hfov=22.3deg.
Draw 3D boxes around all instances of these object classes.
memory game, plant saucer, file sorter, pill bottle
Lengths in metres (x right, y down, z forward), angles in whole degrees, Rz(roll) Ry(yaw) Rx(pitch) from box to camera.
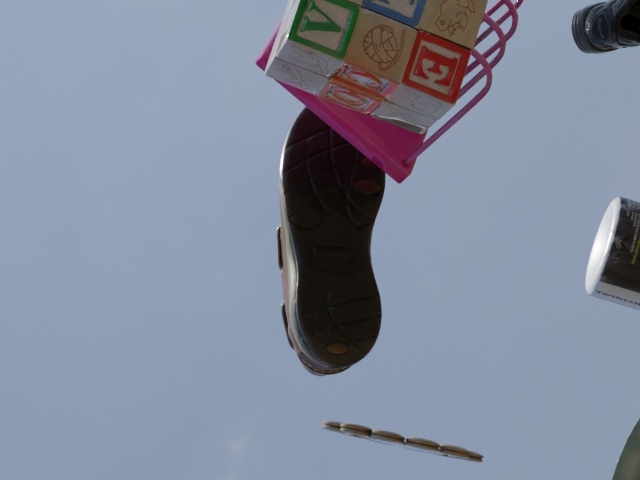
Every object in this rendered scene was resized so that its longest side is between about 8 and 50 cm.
[{"bbox_3d":[0.090,0.220,1.781,0.186,0.186,0.012,26,-106,-61],"label":"memory game"},{"bbox_3d":[0.472,0.332,2.356,0.195,0.037,0.195,-42,-38,-44],"label":"plant saucer"},{"bbox_3d":[0.098,-0.250,1.755,0.182,0.202,0.290,-42,15,36],"label":"file sorter"},{"bbox_3d":[0.462,0.040,1.996,0.130,0.246,0.130,17,-90,-88],"label":"pill bottle"}]

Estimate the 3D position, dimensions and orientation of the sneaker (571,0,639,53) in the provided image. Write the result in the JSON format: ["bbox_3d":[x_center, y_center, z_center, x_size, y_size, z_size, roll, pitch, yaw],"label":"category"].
[{"bbox_3d":[0.459,-0.306,2.180,0.227,0.130,0.087,-16,-81,-34],"label":"sneaker"}]

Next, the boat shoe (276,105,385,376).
[{"bbox_3d":[0.000,0.000,1.819,0.120,0.123,0.324,122,154,-62],"label":"boat shoe"}]

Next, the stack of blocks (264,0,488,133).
[{"bbox_3d":[0.050,-0.249,1.181,0.087,0.171,0.297,140,149,-74],"label":"stack of blocks"}]
